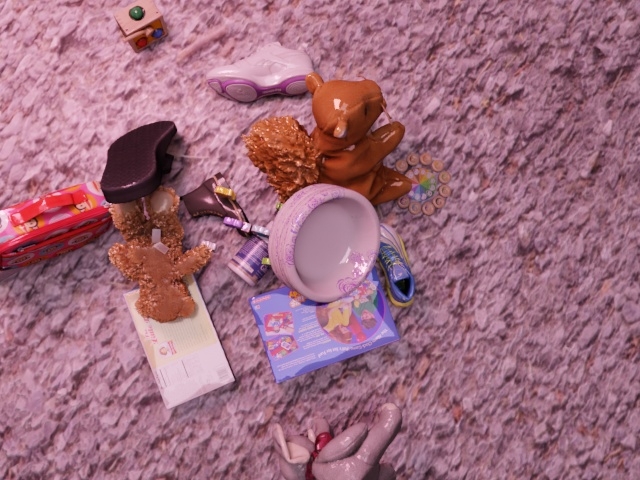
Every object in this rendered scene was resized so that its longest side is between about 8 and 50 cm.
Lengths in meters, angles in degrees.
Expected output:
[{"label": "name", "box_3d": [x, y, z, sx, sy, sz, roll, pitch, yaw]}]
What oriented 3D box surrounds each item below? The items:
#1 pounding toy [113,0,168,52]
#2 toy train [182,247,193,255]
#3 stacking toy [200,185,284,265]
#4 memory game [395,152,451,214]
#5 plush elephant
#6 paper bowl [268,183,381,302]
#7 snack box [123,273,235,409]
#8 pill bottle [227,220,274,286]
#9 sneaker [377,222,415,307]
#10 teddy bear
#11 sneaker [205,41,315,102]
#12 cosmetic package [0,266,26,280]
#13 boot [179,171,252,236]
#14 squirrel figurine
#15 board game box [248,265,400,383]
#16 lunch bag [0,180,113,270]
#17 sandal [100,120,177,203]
[{"label": "pounding toy", "box_3d": [-0.491, -0.580, 1.615, 0.130, 0.141, 0.100, -34, 87, -9]}, {"label": "toy train", "box_3d": [-0.400, 0.043, 1.595, 0.158, 0.027, 0.036, -7, 72, -6]}, {"label": "stacking toy", "box_3d": [-0.186, -0.035, 1.523, 0.221, 0.052, 0.166, 14, 78, 4]}, {"label": "memory game", "box_3d": [0.286, -0.163, 1.692, 0.186, 0.012, 0.186, 1, 82, -5]}, {"label": "plush elephant", "box_3d": [0.016, 0.546, 1.469, 0.255, 0.271, 0.330, 22, 40, 33]}, {"label": "paper bowl", "box_3d": [0.000, 0.000, 1.468, 0.284, 0.148, 0.284, -11, 109, -33]}, {"label": "snack box", "box_3d": [-0.368, 0.253, 1.549, 0.187, 0.060, 0.321, -22, 84, -9]}, {"label": "pill bottle", "box_3d": [-0.161, 0.033, 1.582, 0.094, 0.094, 0.169, 40, 81, 1]}, {"label": "sneaker", "box_3d": [0.207, 0.061, 1.595, 0.091, 0.126, 0.240, -18, 84, -8]}, {"label": "teddy bear", "box_3d": [-0.399, 0.031, 1.459, 0.245, 0.113, 0.337, -28, 104, -2]}, {"label": "sneaker", "box_3d": [-0.169, -0.476, 1.661, 0.305, 0.114, 0.152, -6, 69, -10]}, {"label": "cosmetic package", "box_3d": [-0.891, 0.068, 1.518, 0.231, 0.085, 0.117, -28, 85, -6]}, {"label": "boot", "box_3d": [-0.282, -0.070, 1.605, 0.137, 0.077, 0.197, -30, 73, -3]}, {"label": "squirrel figurine", "box_3d": [0.015, -0.239, 1.484, 0.397, 0.370, 0.281, -21, 72, 1]}, {"label": "board game box", "box_3d": [0.008, 0.211, 1.580, 0.347, 0.078, 0.233, -18, 84, -7]}, {"label": "lunch bag", "box_3d": [-0.654, -0.044, 1.435, 0.293, 0.258, 0.120, -26, 85, -33]}, {"label": "sandal", "box_3d": [-0.446, -0.184, 1.471, 0.168, 0.445, 0.107, -12, 122, 2]}]
